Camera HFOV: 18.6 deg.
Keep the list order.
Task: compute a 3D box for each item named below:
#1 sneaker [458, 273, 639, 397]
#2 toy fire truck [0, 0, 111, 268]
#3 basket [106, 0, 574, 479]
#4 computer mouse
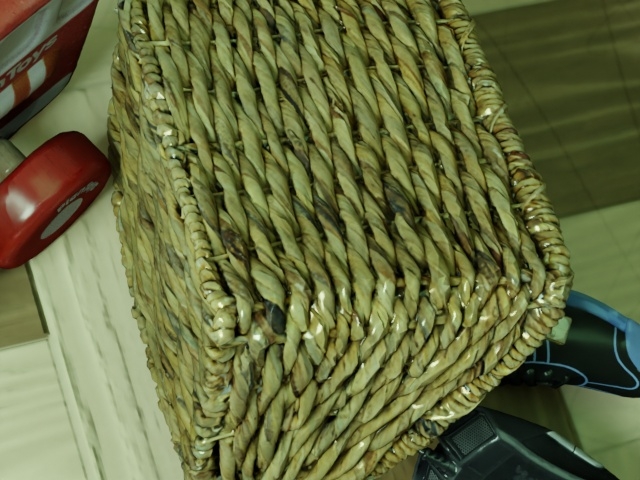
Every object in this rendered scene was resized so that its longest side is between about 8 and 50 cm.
[{"bbox_3d":[0.118,0.069,1.311,0.232,0.081,0.090,23,69,1],"label":"sneaker"},{"bbox_3d":[-0.251,-0.060,1.158,0.169,0.254,0.302,46,65,5],"label":"toy fire truck"},{"bbox_3d":[0.000,0.000,1.212,0.223,0.213,0.299,-7,49,-16],"label":"basket"},{"bbox_3d":[0.134,0.126,1.259,0.262,0.184,0.060,26,21,1],"label":"computer mouse"}]
